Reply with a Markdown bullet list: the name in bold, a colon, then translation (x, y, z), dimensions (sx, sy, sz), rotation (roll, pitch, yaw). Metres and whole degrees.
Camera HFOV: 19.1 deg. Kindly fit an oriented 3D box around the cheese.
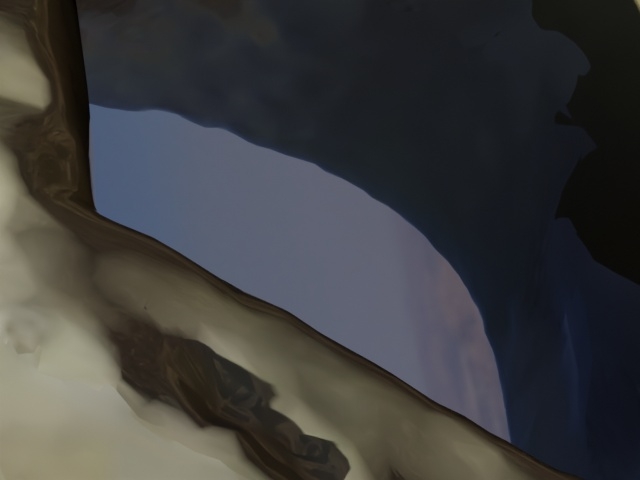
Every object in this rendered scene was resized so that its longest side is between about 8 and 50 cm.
- **cheese**: translation (-0.003, 0.001, 0.460), dimensions (0.332, 0.292, 0.153), rotation (-101, 30, -43)
